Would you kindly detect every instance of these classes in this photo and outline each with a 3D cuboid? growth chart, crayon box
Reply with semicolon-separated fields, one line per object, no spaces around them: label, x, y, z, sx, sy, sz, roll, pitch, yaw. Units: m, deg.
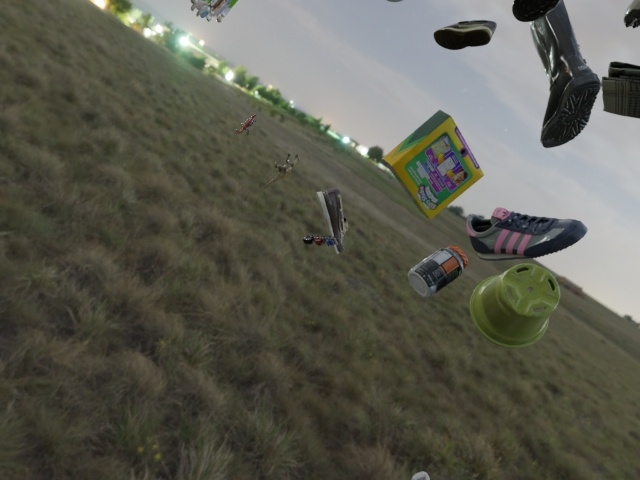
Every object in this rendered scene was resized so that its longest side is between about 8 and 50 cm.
growth chart;-0.226;-0.583;1.127;0.021;0.172;0.237;41;11;-7
crayon box;0.491;-0.317;2.085;0.363;0.313;0.106;46;7;-35

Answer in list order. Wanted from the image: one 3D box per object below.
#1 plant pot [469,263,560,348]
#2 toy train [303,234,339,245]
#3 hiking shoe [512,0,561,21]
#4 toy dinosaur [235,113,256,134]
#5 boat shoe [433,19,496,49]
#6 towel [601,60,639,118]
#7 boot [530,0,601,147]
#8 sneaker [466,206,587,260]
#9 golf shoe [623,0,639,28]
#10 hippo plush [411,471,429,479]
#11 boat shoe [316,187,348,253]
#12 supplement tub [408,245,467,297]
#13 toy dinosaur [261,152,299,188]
plant pot;0.673;0.203;1.639;0.276;0.276;0.254;37;-17;19
toy train;0.000;0.000;1.533;0.158;0.036;0.027;2;-60;48
hiking shoe;0.502;-0.551;1.000;0.114;0.227;0.086;-37;87;-36
toy dinosaur;-0.289;-0.445;1.855;0.047;0.082;0.090;41;-24;7
boat shoe;0.480;-0.687;1.604;0.224;0.073;0.080;24;-24;49
towel;1.125;-0.483;1.640;0.312;0.056;0.324;26;-1;32
boot;0.869;-0.627;1.810;0.367;0.146;0.444;85;-3;-62
sneaker;0.505;-0.028;1.238;0.131;0.112;0.319;57;-31;-11
golf shoe;0.685;-0.540;0.917;0.105;0.273;0.120;-12;62;-39
hippo plush;0.263;0.558;0.955;0.236;0.234;0.294;46;-6;-12
boat shoe;0.068;-0.079;2.059;0.116;0.097;0.324;-114;-174;-54
supplement tub;0.405;0.103;1.660;0.117;0.190;0.117;49;-22;27
toy dinosaur;-0.125;-0.237;1.647;0.053;0.183;0.092;41;-18;17
